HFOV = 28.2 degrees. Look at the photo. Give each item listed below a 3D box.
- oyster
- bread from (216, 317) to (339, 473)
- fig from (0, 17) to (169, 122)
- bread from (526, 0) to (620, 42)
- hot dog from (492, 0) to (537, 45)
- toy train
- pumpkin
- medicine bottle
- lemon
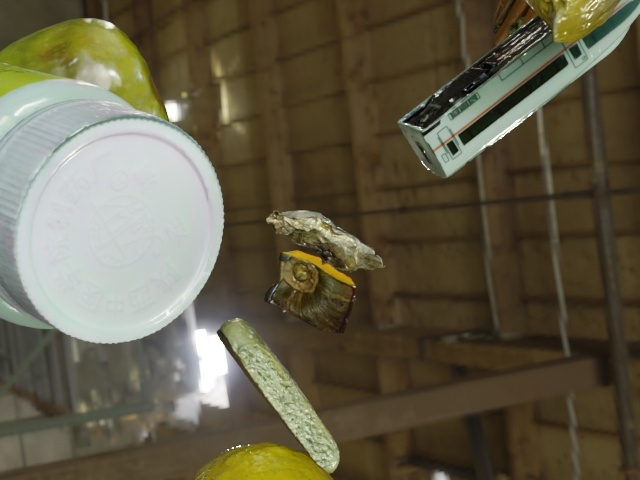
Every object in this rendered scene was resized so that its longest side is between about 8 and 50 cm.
[{"bbox_3d":[0.000,-0.002,1.624,0.053,0.166,0.108,-56,-158,-2],"label":"oyster"},{"bbox_3d":[-0.068,0.215,1.904,0.286,0.056,0.207,57,-7,-22],"label":"bread"},{"bbox_3d":[-0.271,-0.142,1.317,0.167,0.234,0.167,-2,90,-72],"label":"fig"},{"bbox_3d":[0.289,-0.339,1.468,0.170,0.197,0.197,41,-41,19],"label":"bread"},{"bbox_3d":[0.364,-0.419,2.272,0.100,0.068,0.249,50,-19,11],"label":"hot dog"},{"bbox_3d":[0.286,-0.231,1.602,0.088,0.407,0.086,55,-8,-21],"label":"toy train"},{"bbox_3d":[-0.006,0.053,1.337,0.101,0.035,0.073,27,-59,20],"label":"pumpkin"},{"bbox_3d":[-0.166,-0.027,0.727,0.225,0.139,0.139,19,-66,50],"label":"medicine bottle"},{"bbox_3d":[-0.079,0.415,1.780,0.316,0.285,0.285,-112,-152,-43],"label":"lemon"}]
